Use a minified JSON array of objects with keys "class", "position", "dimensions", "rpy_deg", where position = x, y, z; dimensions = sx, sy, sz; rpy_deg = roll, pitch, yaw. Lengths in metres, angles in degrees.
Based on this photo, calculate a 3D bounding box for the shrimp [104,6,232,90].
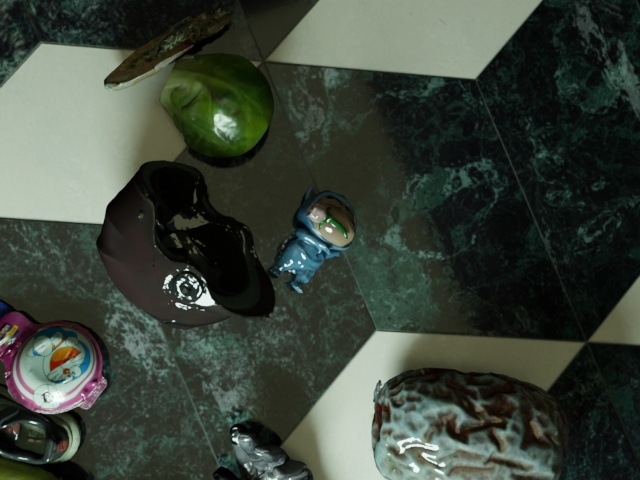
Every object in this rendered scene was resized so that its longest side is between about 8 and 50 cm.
[{"class":"shrimp","position":[-0.241,-0.311,1.411],"dimensions":[0.251,0.143,0.052],"rpy_deg":[-40,119,-12]}]

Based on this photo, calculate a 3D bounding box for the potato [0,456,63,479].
[{"class":"potato","position":[-0.493,0.416,1.355],"dimensions":[0.251,0.113,0.149],"rpy_deg":[11,99,8]}]

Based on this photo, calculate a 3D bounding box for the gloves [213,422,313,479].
[{"class":"gloves","position":[-0.073,0.417,1.396],"dimensions":[0.142,0.119,0.285],"rpy_deg":[-27,104,-6]}]

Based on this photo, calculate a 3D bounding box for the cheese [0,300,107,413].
[{"class":"cheese","position":[-0.453,0.182,1.386],"dimensions":[0.244,0.062,0.155],"rpy_deg":[33,65,8]}]

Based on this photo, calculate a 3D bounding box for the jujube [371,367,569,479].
[{"class":"jujube","position":[0.235,0.315,1.386],"dimensions":[0.317,0.226,0.226],"rpy_deg":[13,86,1]}]

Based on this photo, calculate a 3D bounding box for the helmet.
[{"class":"helmet","position":[-0.226,0.034,1.354],"dimensions":[0.177,0.225,0.305],"rpy_deg":[-33,93,20]}]

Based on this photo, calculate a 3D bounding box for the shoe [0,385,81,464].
[{"class":"shoe","position":[-0.494,0.293,1.359],"dimensions":[0.227,0.112,0.099],"rpy_deg":[18,87,-6]}]

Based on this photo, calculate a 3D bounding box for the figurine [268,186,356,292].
[{"class":"figurine","position":[-0.002,-0.003,1.398],"dimensions":[0.114,0.144,0.178],"rpy_deg":[37,73,-9]}]

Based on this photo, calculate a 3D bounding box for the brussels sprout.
[{"class":"brussels sprout","position":[-0.165,-0.226,1.406],"dimensions":[0.180,0.144,0.161],"rpy_deg":[39,123,-7]}]
